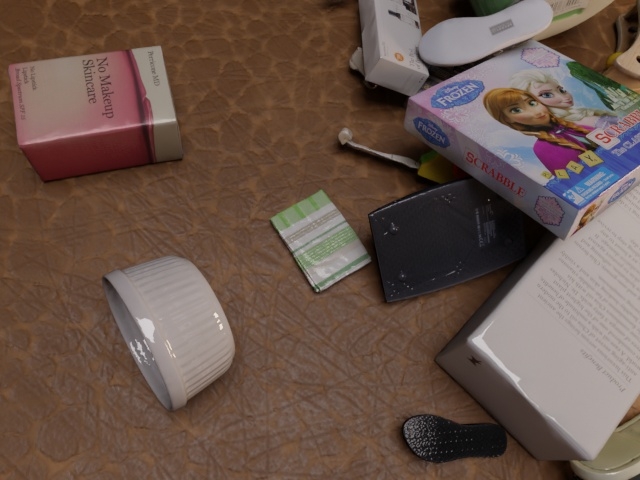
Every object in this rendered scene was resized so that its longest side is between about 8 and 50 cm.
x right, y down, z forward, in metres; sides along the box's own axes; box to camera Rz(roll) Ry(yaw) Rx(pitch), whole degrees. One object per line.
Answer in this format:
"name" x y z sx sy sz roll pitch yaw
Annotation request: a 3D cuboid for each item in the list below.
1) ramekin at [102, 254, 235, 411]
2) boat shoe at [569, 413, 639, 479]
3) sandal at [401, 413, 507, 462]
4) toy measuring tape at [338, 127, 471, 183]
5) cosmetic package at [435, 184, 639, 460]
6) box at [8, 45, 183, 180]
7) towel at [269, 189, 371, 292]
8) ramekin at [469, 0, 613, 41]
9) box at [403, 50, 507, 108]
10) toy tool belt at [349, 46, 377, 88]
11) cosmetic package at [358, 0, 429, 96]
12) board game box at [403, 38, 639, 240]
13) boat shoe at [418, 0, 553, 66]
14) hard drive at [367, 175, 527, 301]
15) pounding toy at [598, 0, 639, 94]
"ramekin" -0.205 0.119 0.837 0.109 0.207 0.207 -26 76 -26
"boat shoe" 0.534 0.336 0.918 0.340 0.127 0.113 -13 102 -20
"sandal" 0.200 0.303 0.920 0.179 0.040 0.067 11 74 -20
"toy measuring tape" 0.201 -0.165 1.037 0.330 0.121 0.121 20 69 -1
"cosmetic package" 0.423 0.097 0.955 0.230 0.161 0.453 45 70 9
"box" -0.351 -0.202 0.966 0.232 0.127 0.149 -12 72 -12
"towel" 0.000 0.000 1.006 0.113 0.023 0.152 -29 75 -19
"ramekin" 0.410 -0.487 1.097 0.303 0.303 0.148 -14 81 -13
"box" 0.296 -0.280 1.128 0.231 0.056 0.183 26 69 2
"toy tool belt" 0.095 -0.317 1.113 0.051 0.052 0.083 -11 60 -52
"cosmetic package" 0.129 -0.372 1.091 0.099 0.060 0.239 12 53 -19
"board game box" 0.355 -0.180 0.952 0.318 0.066 0.318 -30 56 -28
"boat shoe" 0.277 -0.348 1.036 0.228 0.076 0.080 -21 85 2
"hard drive" 0.204 -0.013 0.976 0.254 0.054 0.172 -18 112 -10
"pounding toy" 0.657 -0.404 1.173 0.269 0.155 0.154 -41 85 -19
